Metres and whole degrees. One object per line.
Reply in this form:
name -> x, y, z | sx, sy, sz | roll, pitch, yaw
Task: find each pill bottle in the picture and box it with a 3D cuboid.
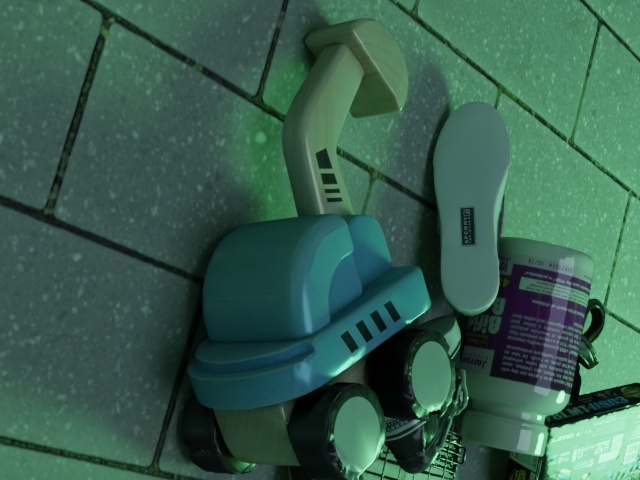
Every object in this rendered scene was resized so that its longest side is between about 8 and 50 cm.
pill bottle -> 0.293, 0.156, 1.885 | 0.169, 0.169, 0.301 | 20, 80, -51

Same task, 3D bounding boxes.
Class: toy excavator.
toy excavator -> 0.000, 0.000, 1.487 | 0.433, 0.222, 0.445 | -31, 111, -46

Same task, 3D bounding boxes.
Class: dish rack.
dish rack -> 0.108, 0.362, 1.769 | 0.208, 0.074, 0.271 | 29, 72, -51

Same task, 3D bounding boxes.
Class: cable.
cable -> 0.395, 0.202, 2.133 | 0.139, 0.072, 0.287 | 41, 50, -27

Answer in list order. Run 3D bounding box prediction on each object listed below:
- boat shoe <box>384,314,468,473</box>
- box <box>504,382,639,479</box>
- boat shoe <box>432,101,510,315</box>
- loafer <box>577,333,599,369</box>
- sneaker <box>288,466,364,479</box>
boat shoe -> 0.139, 0.197, 1.672 | 0.105, 0.113, 0.306 | 62, 17, -13
box -> 0.412, 0.392, 2.067 | 0.296, 0.073, 0.293 | -7, 114, -38
boat shoe -> 0.215, -0.042, 1.819 | 0.102, 0.108, 0.301 | 60, 28, -79
loafer -> 0.380, 0.157, 2.066 | 0.170, 0.062, 0.061 | 44, 80, -18
sneaker -> 0.028, 0.366, 1.600 | 0.118, 0.107, 0.279 | 43, 43, -62
